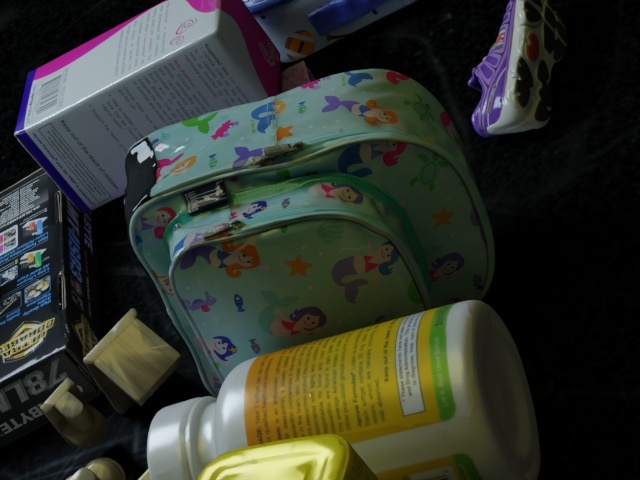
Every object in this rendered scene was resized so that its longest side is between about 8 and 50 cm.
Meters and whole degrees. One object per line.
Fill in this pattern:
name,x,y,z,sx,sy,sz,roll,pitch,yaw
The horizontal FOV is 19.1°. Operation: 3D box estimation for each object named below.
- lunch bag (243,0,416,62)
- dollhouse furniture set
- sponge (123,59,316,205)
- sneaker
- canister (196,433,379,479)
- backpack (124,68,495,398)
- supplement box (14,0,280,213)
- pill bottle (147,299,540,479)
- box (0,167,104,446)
lunch bag,0.053,-0.310,1.828,0.303,0.115,0.243,-26,38,18
dollhouse furniture set,-0.133,0.171,1.499,0.151,0.123,0.144,39,76,20
sponge,-0.088,-0.076,1.747,0.210,0.031,0.117,-32,33,8
sneaker,0.158,-0.156,1.591,0.071,0.068,0.170,-18,39,36
canister,0.008,0.202,1.205,0.126,0.170,0.073,-13,40,32
backpack,0.000,0.000,1.408,0.254,0.225,0.191,-22,36,2
supplement box,-0.156,-0.136,1.754,0.220,0.114,0.111,-26,33,19
pill bottle,0.013,0.134,1.293,0.246,0.136,0.136,-16,39,19
box,-0.339,0.093,1.738,0.295,0.073,0.293,-30,35,11
